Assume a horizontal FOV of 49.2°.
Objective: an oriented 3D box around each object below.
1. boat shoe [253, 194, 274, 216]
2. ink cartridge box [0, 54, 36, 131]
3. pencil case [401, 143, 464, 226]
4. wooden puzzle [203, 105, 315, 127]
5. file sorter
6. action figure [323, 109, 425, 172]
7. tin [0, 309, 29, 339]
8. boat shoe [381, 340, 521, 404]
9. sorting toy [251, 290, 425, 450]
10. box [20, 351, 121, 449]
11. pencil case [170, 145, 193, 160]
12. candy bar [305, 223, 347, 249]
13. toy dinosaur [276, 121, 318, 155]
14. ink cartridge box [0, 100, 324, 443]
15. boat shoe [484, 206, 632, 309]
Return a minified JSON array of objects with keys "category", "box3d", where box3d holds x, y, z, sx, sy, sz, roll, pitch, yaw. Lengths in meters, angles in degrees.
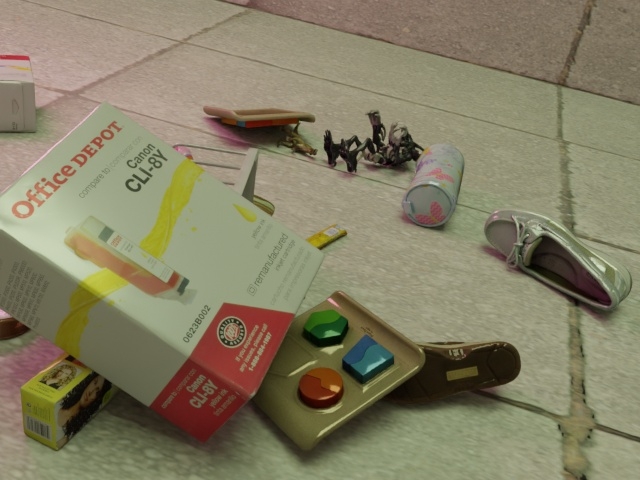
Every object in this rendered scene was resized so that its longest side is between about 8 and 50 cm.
[{"category":"boat shoe","box3d":[-0.188,-0.062,1.433,0.189,0.068,0.072,12,64,-15]},{"category":"ink cartridge box","box3d":[-0.742,-0.347,1.646,0.127,0.128,0.176,-4,33,-25]},{"category":"pencil case","box3d":[0.269,-0.136,1.648,0.124,0.114,0.273,10,30,11]},{"category":"wooden puzzle","box3d":[-0.164,-0.326,1.850,0.238,0.044,0.221,-4,15,-29]},{"category":"file sorter","box3d":[-0.220,-0.033,1.239,0.173,0.193,0.278,8,30,-1]},{"category":"action figure","box3d":[0.156,-0.253,1.783,0.275,0.141,0.164,-11,25,-30]},{"category":"tin","box3d":[-0.527,0.091,1.082,0.189,0.040,0.106,21,28,17]},{"category":"boat shoe","box3d":[0.177,0.203,1.100,0.257,0.095,0.095,0,-4,-6]},{"category":"sorting toy","box3d":[-0.026,0.154,1.054,0.229,0.041,0.307,-31,43,-26]},{"category":"box","box3d":[-0.306,0.175,0.965,0.058,0.087,0.232,19,32,15]},{"category":"pencil case","box3d":[-0.384,-0.114,1.393,0.284,0.124,0.124,-20,43,-41]},{"category":"candy bar","box3d":[0.000,0.000,1.424,0.040,0.018,0.161,31,35,23]},{"category":"toy dinosaur","box3d":[-0.066,-0.260,1.823,0.092,0.053,0.183,12,27,-28]},{"category":"ink cartridge box","box3d":[-0.225,0.035,0.941,0.384,0.160,0.279,35,44,-7]},{"category":"boat shoe","box3d":[0.472,0.035,1.433,0.320,0.118,0.103,36,33,24]}]
